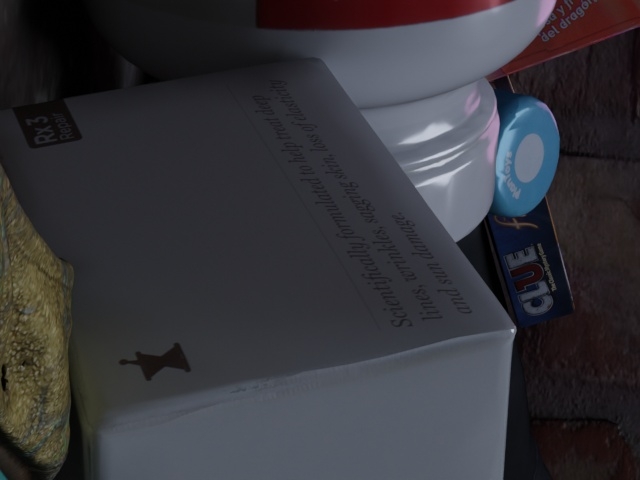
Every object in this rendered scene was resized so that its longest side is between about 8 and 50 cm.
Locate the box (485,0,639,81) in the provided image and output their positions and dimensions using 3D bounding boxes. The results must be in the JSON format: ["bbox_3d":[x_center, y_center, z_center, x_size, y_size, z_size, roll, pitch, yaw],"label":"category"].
[{"bbox_3d":[0.170,-0.218,1.226,0.154,0.142,0.300,68,26,-7],"label":"box"}]

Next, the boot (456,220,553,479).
[{"bbox_3d":[0.009,0.188,1.314,0.367,0.146,0.445,-46,144,-21],"label":"boot"}]

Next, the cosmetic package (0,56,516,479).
[{"bbox_3d":[-0.036,0.145,0.771,0.217,0.156,0.385,-120,-154,-51],"label":"cosmetic package"}]

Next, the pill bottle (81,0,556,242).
[{"bbox_3d":[-0.001,-0.205,0.830,0.229,0.229,0.408,-72,164,-62],"label":"pill bottle"}]

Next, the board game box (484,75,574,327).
[{"bbox_3d":[0.115,-0.082,1.305,0.243,0.042,0.165,-102,174,-46],"label":"board game box"}]

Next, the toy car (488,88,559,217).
[{"bbox_3d":[-0.022,-0.081,1.062,0.238,0.219,0.210,-33,127,-40],"label":"toy car"}]

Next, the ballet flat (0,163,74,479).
[{"bbox_3d":[-0.123,-0.010,0.459,0.348,0.123,0.123,90,7,-71],"label":"ballet flat"}]
